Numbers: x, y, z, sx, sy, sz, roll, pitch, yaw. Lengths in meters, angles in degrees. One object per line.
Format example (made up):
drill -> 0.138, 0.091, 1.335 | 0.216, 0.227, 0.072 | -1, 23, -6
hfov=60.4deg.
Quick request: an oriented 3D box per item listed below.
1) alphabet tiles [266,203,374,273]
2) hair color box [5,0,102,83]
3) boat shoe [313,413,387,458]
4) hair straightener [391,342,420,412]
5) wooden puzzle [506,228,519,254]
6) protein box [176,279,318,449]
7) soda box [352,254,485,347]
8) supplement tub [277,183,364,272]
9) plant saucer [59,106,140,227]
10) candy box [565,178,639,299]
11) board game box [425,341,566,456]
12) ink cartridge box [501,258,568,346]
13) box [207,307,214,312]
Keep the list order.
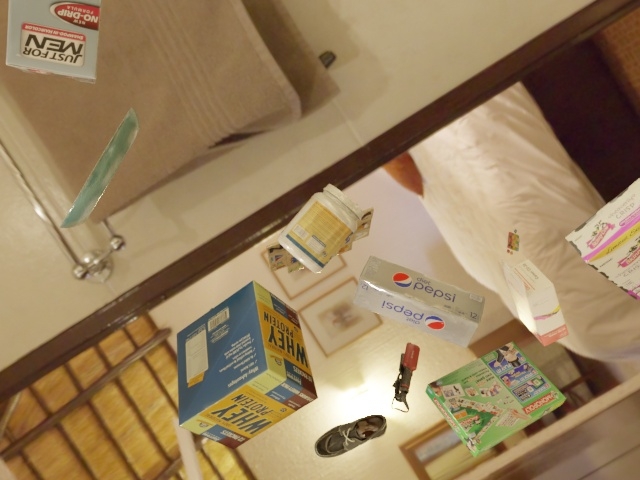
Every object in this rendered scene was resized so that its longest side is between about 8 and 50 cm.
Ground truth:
alphabet tiles -> 0.000, 0.000, 1.686 | 0.285, 0.343, 0.011 | 91, 157, -62
hair color box -> -0.357, -0.420, 0.767 | 0.185, 0.114, 0.374 | -149, 65, -65
boat shoe -> 0.088, 0.575, 1.631 | 0.079, 0.233, 0.084 | 93, 157, -61
hair straightener -> 0.221, 0.369, 1.432 | 0.047, 0.089, 0.230 | 21, -149, -1
wooden puzzle -> 0.582, 0.004, 1.658 | 0.049, 0.083, 0.006 | 16, 167, -33
protein box -> -0.139, 0.223, 0.989 | 0.136, 0.200, 0.201 | 42, -160, -39
soda box -> 0.227, 0.141, 1.288 | 0.091, 0.286, 0.098 | -60, -14, -45
supplement tub -> 0.003, -0.032, 1.418 | 0.144, 0.199, 0.144 | 41, 179, 1
plant saucer -> -0.493, -0.159, 1.254 | 0.044, 0.317, 0.317 | 31, -166, -21
candy box -> 0.581, 0.006, 1.005 | 0.233, 0.159, 0.071 | 25, -150, -36
board game box -> 0.479, 0.425, 1.512 | 0.213, 0.317, 0.046 | 53, 151, 36
ink cartridge box -> 0.483, 0.127, 1.245 | 0.198, 0.067, 0.115 | 61, -176, -29
box -> -0.247, 0.264, 1.457 | 0.183, 0.231, 0.056 | 11, -129, -31
